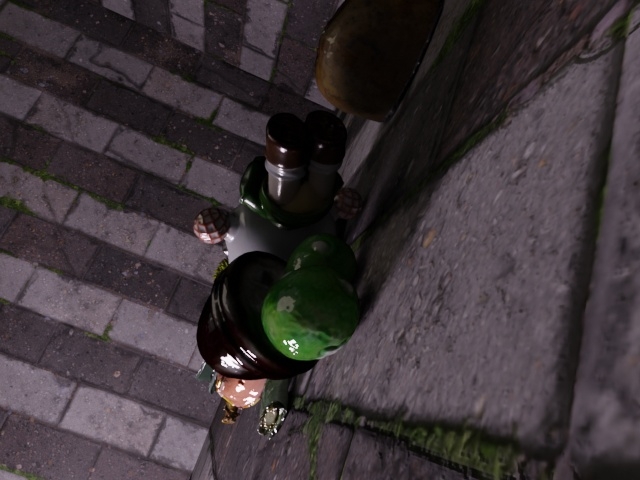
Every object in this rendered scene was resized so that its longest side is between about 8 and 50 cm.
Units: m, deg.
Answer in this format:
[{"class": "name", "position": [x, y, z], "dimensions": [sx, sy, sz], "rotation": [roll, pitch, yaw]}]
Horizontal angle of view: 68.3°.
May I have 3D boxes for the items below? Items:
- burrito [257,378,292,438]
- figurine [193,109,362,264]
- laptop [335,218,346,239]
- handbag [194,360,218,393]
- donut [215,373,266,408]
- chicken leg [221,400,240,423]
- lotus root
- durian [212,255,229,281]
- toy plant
[{"class": "burrito", "position": [-0.070, 0.245, 0.751], "dimensions": [0.118, 0.044, 0.074], "rotation": [-88, 17, -61]}, {"class": "figurine", "position": [-0.049, -0.035, 0.728], "dimensions": [0.370, 0.281, 0.167], "rotation": [110, 144, -54]}, {"class": "laptop", "position": [0.015, 0.021, 0.921], "dimensions": [0.197, 0.016, 0.135], "rotation": [-74, 8, -45]}, {"class": "handbag", "position": [-0.252, 0.318, 1.456], "dimensions": [0.247, 0.079, 0.260], "rotation": [-62, -17, 22]}, {"class": "donut", "position": [-0.167, 0.269, 1.063], "dimensions": [0.199, 0.085, 0.233], "rotation": [-65, 21, -12]}, {"class": "chicken leg", "position": [-0.230, 0.402, 1.314], "dimensions": [0.101, 0.085, 0.207], "rotation": [-15, 52, 49]}, {"class": "lotus root", "position": [0.099, -0.374, 0.921], "dimensions": [0.272, 0.192, 0.272], "rotation": [20, -90, -90]}, {"class": "durian", "position": [-0.242, 0.144, 1.636], "dimensions": [0.225, 0.291, 0.291], "rotation": [69, 152, 24]}, {"class": "toy plant", "position": [-0.044, 0.085, 0.600], "dimensions": [0.235, 0.175, 0.218], "rotation": [-35, 15, 26]}]
